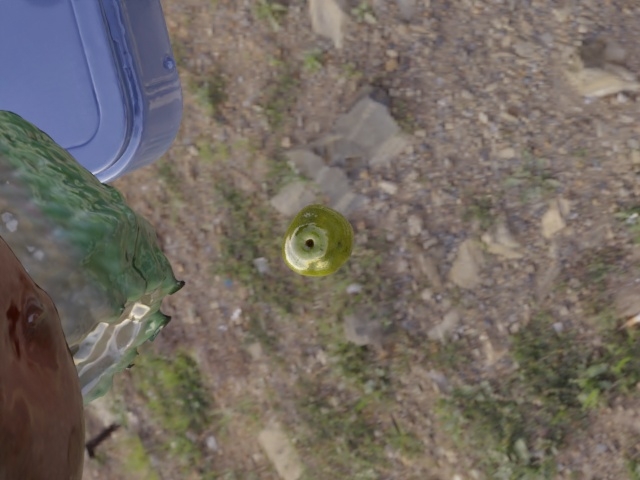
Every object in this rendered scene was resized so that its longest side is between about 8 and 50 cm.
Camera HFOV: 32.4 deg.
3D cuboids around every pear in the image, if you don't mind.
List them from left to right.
[{"bbox_3d":[0.000,0.000,1.337,0.092,0.097,0.092,4,108,13],"label":"pear"}]

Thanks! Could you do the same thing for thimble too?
[{"bbox_3d":[-0.196,0.045,0.626,0.150,0.219,0.219,40,120,7],"label":"thimble"}]

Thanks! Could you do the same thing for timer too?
[{"bbox_3d":[-0.364,-0.234,1.287,0.395,0.173,0.394,5,106,16],"label":"timer"}]

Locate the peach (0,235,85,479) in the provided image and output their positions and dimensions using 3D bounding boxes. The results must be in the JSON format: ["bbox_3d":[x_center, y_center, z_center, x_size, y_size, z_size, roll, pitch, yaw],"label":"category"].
[{"bbox_3d":[-0.203,0.064,0.374,0.252,0.252,0.252,6,100,37],"label":"peach"}]
